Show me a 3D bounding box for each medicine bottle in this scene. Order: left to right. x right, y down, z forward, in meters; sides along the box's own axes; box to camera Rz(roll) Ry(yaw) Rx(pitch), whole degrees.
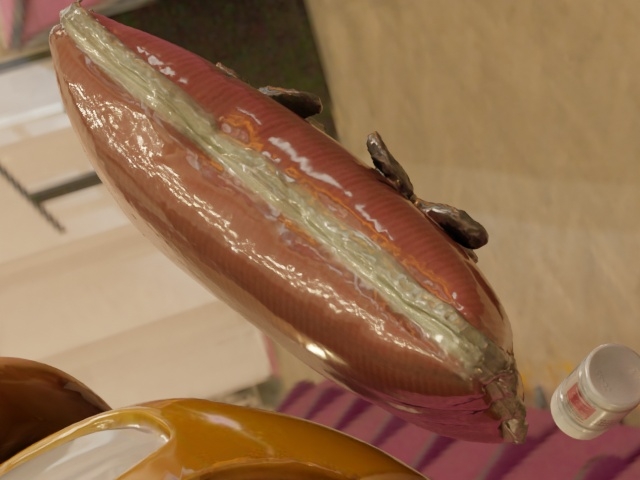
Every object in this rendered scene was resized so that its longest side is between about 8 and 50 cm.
[{"bbox_3d":[0.237,0.130,1.114,0.091,0.058,0.058,111,139,-62],"label":"medicine bottle"}]

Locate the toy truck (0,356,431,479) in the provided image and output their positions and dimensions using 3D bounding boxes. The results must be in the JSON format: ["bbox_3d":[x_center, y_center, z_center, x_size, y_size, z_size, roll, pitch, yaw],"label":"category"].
[{"bbox_3d":[-0.078,0.172,0.428,0.211,0.288,0.204,35,161,36],"label":"toy truck"}]

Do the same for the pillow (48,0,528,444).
[{"bbox_3d":[0.000,0.000,0.451,0.179,0.075,0.171,37,172,18],"label":"pillow"}]
